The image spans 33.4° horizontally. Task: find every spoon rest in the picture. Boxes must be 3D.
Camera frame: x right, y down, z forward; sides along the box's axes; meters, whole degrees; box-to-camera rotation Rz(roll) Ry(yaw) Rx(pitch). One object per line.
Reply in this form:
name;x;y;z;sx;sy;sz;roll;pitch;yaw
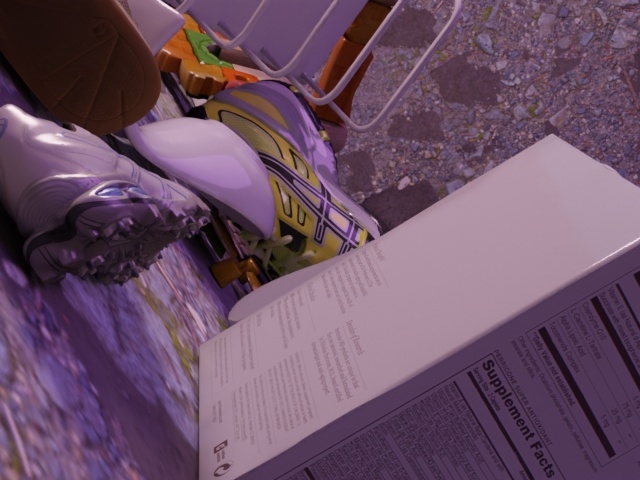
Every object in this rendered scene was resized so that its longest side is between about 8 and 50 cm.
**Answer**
spoon rest;-0.111;-0.080;0.853;0.137;0.084;0.276;37;-14;28

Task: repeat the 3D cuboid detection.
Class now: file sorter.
file sorter;-0.027;-0.260;1.061;0.277;0.193;0.173;26;18;-40

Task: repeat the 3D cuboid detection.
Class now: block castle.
block castle;-0.091;-0.331;1.401;0.212;0.303;0.453;9;30;-28

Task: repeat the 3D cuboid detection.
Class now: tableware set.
tableware set;-0.077;0.027;0.968;0.104;0.024;0.154;63;2;9

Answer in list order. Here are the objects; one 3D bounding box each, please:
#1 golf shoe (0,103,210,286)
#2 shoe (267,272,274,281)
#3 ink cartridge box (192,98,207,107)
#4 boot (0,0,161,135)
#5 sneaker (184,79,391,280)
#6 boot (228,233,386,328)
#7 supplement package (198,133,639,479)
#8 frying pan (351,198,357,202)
golf shoe;-0.108;-0.027;0.525;0.086;0.069;0.176;54;1;7
shoe;-0.005;0.063;1.257;0.219;0.076;0.058;57;9;-6
ink cartridge box;-0.108;-0.172;1.648;0.180;0.104;0.060;56;4;-40
boot;-0.192;-0.211;0.638;0.262;0.095;0.203;59;3;-44
sneaker;-0.023;0.006;1.126;0.147;0.145;0.385;-18;68;-45
boot;0.064;0.064;0.776;0.123;0.258;0.095;62;29;-16
supplement package;0.092;0.105;0.606;0.198;0.262;0.199;58;3;-18
frying pan;0.013;-0.009;1.501;0.326;0.053;0.197;9;48;-53
